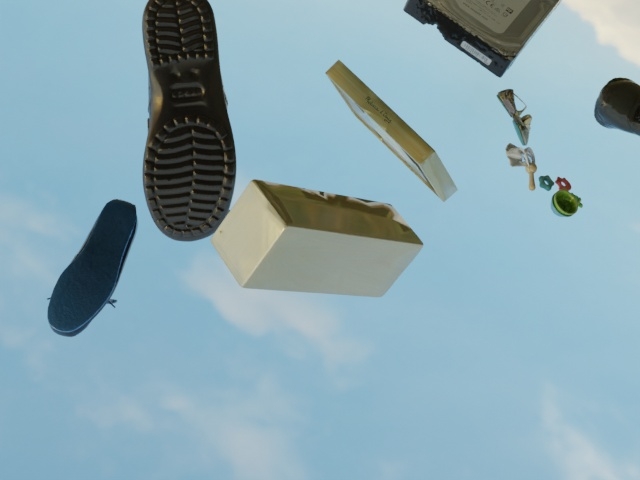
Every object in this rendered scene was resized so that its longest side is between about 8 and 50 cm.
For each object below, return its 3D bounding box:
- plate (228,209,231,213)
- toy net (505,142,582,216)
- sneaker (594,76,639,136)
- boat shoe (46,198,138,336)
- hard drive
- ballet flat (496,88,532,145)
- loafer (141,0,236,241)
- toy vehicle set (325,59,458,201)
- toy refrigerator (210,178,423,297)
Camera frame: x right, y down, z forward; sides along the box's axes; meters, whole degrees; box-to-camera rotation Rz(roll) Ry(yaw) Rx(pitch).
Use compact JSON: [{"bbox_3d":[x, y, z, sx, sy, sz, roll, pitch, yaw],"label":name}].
[{"bbox_3d":[-0.117,-0.006,1.801,0.277,0.045,0.278,27,179,33],"label":"plate"},{"bbox_3d":[0.545,-0.159,2.399,0.122,0.045,0.232,-33,-99,-34],"label":"toy net"},{"bbox_3d":[0.662,-0.242,1.960,0.286,0.109,0.130,14,-168,-33],"label":"sneaker"},{"bbox_3d":[-0.366,0.056,1.661,0.109,0.089,0.258,27,-118,4],"label":"boat shoe"},{"bbox_3d":[0.344,-0.494,1.964,0.237,0.064,0.339,37,-126,5],"label":"hard drive"},{"bbox_3d":[0.354,-0.222,1.766,0.114,0.041,0.041,57,-159,-22],"label":"ballet flat"},{"bbox_3d":[-0.186,-0.181,1.445,0.134,0.366,0.130,2,-166,-3],"label":"loafer"},{"bbox_3d":[0.125,-0.192,1.746,0.267,0.035,0.166,48,-178,28],"label":"toy vehicle set"},{"bbox_3d":[0.000,0.000,1.254,0.269,0.102,0.094,7,-143,-48],"label":"toy refrigerator"}]
